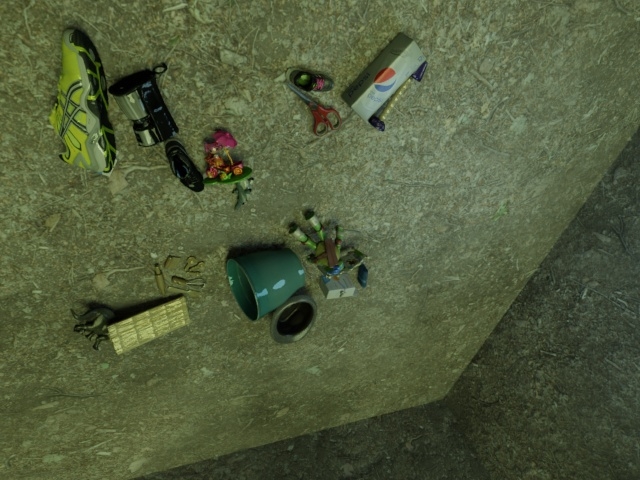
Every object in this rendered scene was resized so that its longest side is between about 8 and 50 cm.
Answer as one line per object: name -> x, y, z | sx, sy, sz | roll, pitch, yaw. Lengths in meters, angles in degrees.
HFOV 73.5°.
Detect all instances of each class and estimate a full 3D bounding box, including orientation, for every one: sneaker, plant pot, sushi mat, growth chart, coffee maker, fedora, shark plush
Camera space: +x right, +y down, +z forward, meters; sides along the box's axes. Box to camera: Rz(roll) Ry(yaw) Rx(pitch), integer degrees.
sneaker -> -0.442, -0.215, 1.402 | 0.079, 0.121, 0.217 | -26, 136, -2
plant pot -> -0.215, 0.158, 1.776 | 0.255, 0.271, 0.272 | -23, 138, -29
sushi mat -> -0.698, 0.348, 1.762 | 0.316, 0.019, 0.152 | -22, 127, -28
sneaker -> -0.025, -0.508, 1.380 | 0.170, 0.075, 0.063 | 4, 127, -30
growth chart -> 0.102, 0.101, 1.907 | 0.237, 0.172, 0.021 | -23, 113, -23
coffee maker -> -0.483, -0.381, 1.232 | 0.171, 0.120, 0.178 | -23, 136, -7
fedora -> -0.144, 0.352, 2.066 | 0.243, 0.124, 0.276 | -3, 122, -28
sneaker -> -0.657, -0.359, 1.152 | 0.147, 0.145, 0.385 | 2, 123, -12
shark plush -> -0.294, -0.180, 1.582 | 0.067, 0.073, 0.161 | 14, 145, -13

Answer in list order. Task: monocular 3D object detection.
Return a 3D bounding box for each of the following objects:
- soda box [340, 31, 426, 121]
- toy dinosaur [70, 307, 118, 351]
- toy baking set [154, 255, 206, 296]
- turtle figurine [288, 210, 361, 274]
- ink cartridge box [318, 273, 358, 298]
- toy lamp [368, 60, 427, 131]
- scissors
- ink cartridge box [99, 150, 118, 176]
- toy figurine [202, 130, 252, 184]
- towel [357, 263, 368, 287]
soda box -> 0.210, -0.550, 1.447 | 0.286, 0.098, 0.091 | -43, 134, 15
toy dinosaur -> -0.875, 0.331, 1.705 | 0.160, 0.121, 0.314 | -42, 131, -21
toy baking set -> -0.566, 0.160, 1.745 | 0.196, 0.030, 0.256 | -8, 132, -21
turtle figurine -> 0.000, 0.000, 1.838 | 0.197, 0.275, 0.266 | -23, 119, 37
ink cartridge box -> 0.097, 0.219, 2.083 | 0.181, 0.104, 0.062 | -4, 131, -25
toy lamp -> 0.277, -0.522, 1.524 | 0.080, 0.080, 0.275 | 16, 123, -36
scissors -> -0.015, -0.455, 1.437 | 0.108, 0.021, 0.297 | -29, 147, 8
ink cartridge box -> -0.663, -0.245, 1.328 | 0.048, 0.028, 0.083 | 18, 119, -38
toy figurine -> -0.330, -0.282, 1.421 | 0.173, 0.130, 0.159 | -13, 123, -2
towel -> 0.209, 0.178, 2.129 | 0.029, 0.067, 0.120 | -14, 134, -18
